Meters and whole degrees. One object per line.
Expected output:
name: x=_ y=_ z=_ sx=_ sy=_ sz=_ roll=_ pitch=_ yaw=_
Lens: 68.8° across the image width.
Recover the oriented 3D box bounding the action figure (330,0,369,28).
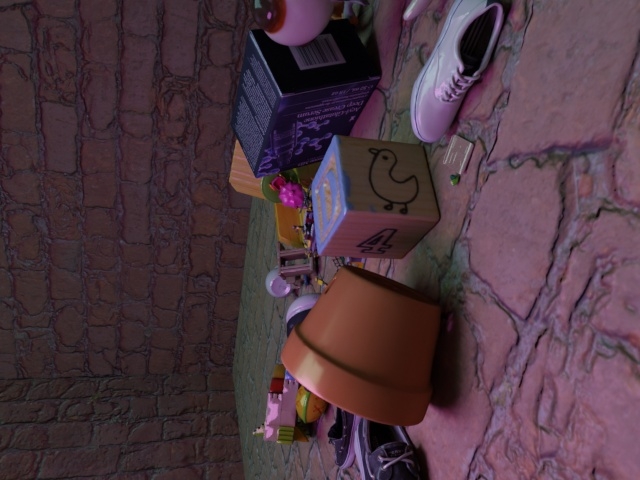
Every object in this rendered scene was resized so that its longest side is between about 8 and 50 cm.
action figure: x=0.026 y=-0.680 z=1.395 sx=0.330 sy=0.178 sz=0.341 roll=-41 pitch=50 yaw=54

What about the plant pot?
plant pot: x=0.096 y=0.175 z=0.876 sx=0.204 sy=0.290 sz=0.291 roll=-68 pitch=19 yaw=5

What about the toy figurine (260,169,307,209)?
toy figurine: x=-0.091 y=-0.141 z=1.478 sx=0.130 sy=0.173 sz=0.159 roll=-45 pitch=34 yaw=1

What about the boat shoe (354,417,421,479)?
boat shoe: x=0.133 y=0.447 z=0.920 sx=0.335 sy=0.121 sz=0.119 roll=-127 pitch=39 yaw=-68

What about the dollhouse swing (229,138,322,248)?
dollhouse swing: x=-0.168 y=-0.178 z=1.718 sx=0.347 sy=0.304 sz=0.315 roll=116 pitch=152 yaw=-50

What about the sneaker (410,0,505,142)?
sneaker: x=0.224 y=-0.283 z=0.792 sx=0.091 sy=0.094 sz=0.258 roll=-105 pitch=25 yaw=-57

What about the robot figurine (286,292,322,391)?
robot figurine: x=-0.004 y=0.284 z=1.331 sx=0.173 sy=0.209 sz=0.278 roll=48 pitch=-156 yaw=-48

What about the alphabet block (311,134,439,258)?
alphabet block: x=0.104 y=-0.083 z=0.983 sx=0.193 sy=0.197 sz=0.192 roll=123 pitch=145 yaw=-59

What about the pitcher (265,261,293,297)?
pitcher: x=-0.160 y=0.145 z=1.978 sx=0.207 sy=0.125 sz=0.178 roll=-119 pitch=50 yaw=-79

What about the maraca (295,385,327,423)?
maraca: x=-0.022 y=0.480 z=1.473 sx=0.127 sy=0.099 sz=0.186 roll=56 pitch=-134 yaw=-70

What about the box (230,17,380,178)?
box: x=-0.064 y=-0.390 z=1.333 sx=0.212 sy=0.293 sz=0.395 roll=64 pitch=156 yaw=14

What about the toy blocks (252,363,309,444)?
toy blocks: x=-0.123 y=0.551 z=1.647 sx=0.381 sy=0.190 sz=0.261 roll=92 pitch=-177 yaw=-73

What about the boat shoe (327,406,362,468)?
boat shoe: x=0.056 y=0.512 z=1.244 sx=0.080 sy=0.076 sz=0.229 roll=-118 pitch=35 yaw=-60

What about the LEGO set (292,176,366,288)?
LEGO set: x=0.000 y=0.000 z=1.315 sx=0.331 sy=0.192 sz=0.255 roll=-110 pitch=28 yaw=-53

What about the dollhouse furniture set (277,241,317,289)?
dollhouse furniture set: x=-0.071 y=0.086 z=1.723 sx=0.184 sy=0.129 sz=0.129 roll=59 pitch=-155 yaw=-64

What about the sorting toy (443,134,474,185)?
sorting toy: x=0.245 y=-0.142 z=0.841 sx=0.062 sy=0.012 sz=0.083 roll=-124 pitch=44 yaw=-56

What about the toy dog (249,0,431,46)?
toy dog: x=0.030 y=-0.591 z=1.003 sx=0.395 sy=0.407 sz=0.284 roll=61 pitch=-154 yaw=-6
